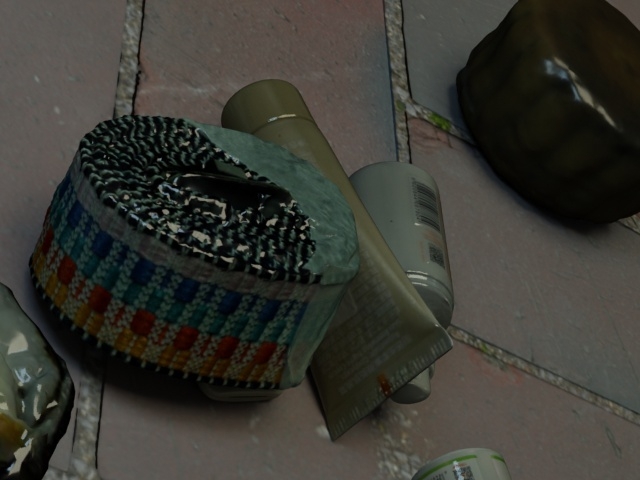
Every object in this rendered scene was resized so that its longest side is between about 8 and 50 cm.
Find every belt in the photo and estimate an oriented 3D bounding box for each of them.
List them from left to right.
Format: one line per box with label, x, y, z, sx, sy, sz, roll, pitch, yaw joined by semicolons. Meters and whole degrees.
belt;-0.092;0.006;1.145;0.257;0.150;0.207;9;35;-34

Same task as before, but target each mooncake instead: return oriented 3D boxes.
mooncake;0.301;-0.155;1.706;0.290;0.161;0.290;28;38;-25

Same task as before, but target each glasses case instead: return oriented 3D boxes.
glasses case;-0.065;0.114;1.176;0.083;0.021;0.032;5;46;-42

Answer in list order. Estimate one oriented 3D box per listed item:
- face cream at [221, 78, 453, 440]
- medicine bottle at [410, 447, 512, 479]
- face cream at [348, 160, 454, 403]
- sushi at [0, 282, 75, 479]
face cream;0.000;0.000;1.285;0.084;0.137;0.341;26;31;-48
medicine bottle;0.137;0.265;1.167;0.086;0.086;0.183;13;46;-37
face cream;0.071;0.046;1.316;0.101;0.101;0.252;24;40;-26
sushi;-0.288;0.144;0.791;0.211;0.171;0.350;41;34;-1
